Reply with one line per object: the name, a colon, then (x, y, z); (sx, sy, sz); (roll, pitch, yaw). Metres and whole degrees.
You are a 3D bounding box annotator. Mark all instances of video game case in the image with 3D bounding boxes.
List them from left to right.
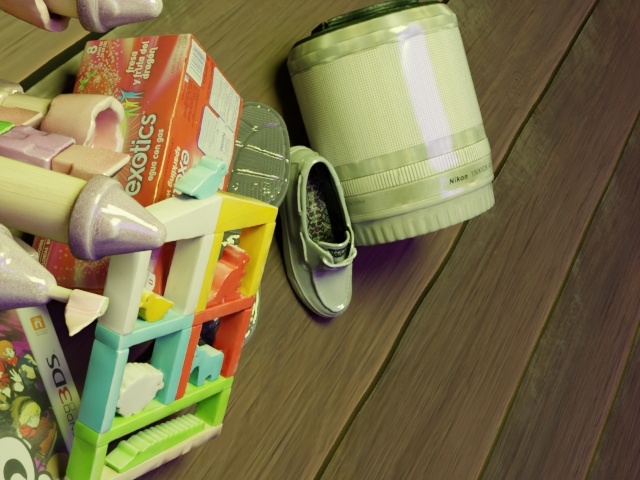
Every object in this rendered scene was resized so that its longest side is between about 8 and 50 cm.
video game case: (-0.293, 0.168, 0.702); (0.232, 0.041, 0.210); (-15, 82, -54)

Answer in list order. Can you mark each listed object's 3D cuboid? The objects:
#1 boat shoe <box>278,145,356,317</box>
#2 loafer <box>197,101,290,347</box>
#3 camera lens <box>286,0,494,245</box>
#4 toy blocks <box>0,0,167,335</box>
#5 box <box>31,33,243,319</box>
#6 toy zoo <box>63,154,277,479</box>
boat shoe: (0.001, -0.001, 1.049); (0.079, 0.081, 0.228); (-24, 114, -24)
loafer: (-0.106, -0.011, 0.972); (0.109, 0.095, 0.303); (15, 64, -14)
camera lens: (0.090, -0.152, 1.100); (0.219, 0.219, 0.274); (-25, 102, -48)
toy blocks: (-0.212, -0.027, 0.563); (0.288, 0.260, 0.309); (-61, 165, -63)
box: (-0.171, -0.055, 0.837); (0.128, 0.122, 0.257); (47, 48, -62)
toy zoo: (-0.122, 0.069, 0.766); (0.192, 0.030, 0.293); (-12, 122, -60)
